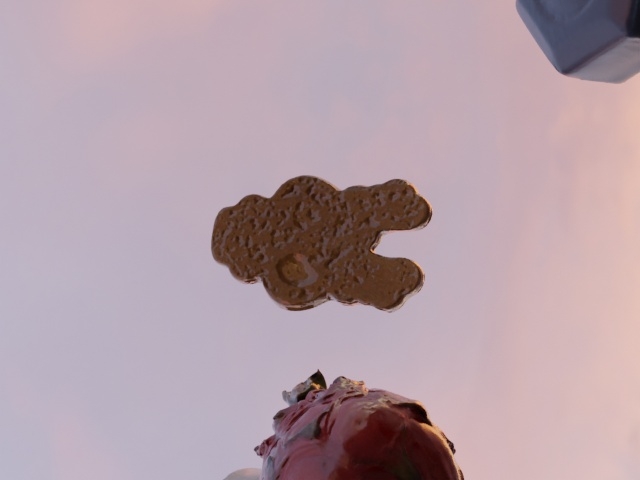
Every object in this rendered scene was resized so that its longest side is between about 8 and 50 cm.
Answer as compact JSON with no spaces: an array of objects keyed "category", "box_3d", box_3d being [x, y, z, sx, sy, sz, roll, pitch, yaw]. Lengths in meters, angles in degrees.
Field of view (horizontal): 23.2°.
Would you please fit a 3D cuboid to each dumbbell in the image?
[{"category":"dumbbell","box_3d":[0.308,-0.186,1.152,0.325,0.144,0.160,1,-78,-30]}]

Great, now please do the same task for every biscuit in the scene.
[{"category":"biscuit","box_3d":[-0.001,0.003,1.629,0.040,0.236,0.144,41,-126,-64]}]

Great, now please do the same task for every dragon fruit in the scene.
[{"category":"dragon fruit","box_3d":[0.036,0.207,1.293,0.209,0.172,0.172,60,-147,2]}]

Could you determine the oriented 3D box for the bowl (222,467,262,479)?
[{"category":"bowl","box_3d":[0.014,0.399,1.974,0.313,0.146,0.313,40,-151,-28]}]
